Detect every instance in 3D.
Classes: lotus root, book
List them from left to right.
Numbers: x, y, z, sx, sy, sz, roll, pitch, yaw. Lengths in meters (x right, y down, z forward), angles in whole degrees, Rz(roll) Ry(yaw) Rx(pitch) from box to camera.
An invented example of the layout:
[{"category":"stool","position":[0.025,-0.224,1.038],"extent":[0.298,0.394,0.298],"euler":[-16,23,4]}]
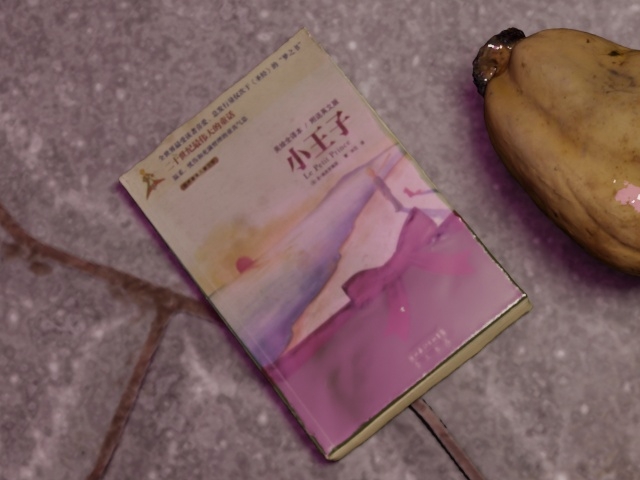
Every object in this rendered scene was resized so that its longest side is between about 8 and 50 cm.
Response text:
[{"category":"book","position":[0.000,0.000,1.136],"extent":[0.201,0.026,0.289],"euler":[-39,74,0]},{"category":"lotus root","position":[0.222,-0.067,1.059],"extent":[0.257,0.140,0.154],"euler":[43,100,26]}]
